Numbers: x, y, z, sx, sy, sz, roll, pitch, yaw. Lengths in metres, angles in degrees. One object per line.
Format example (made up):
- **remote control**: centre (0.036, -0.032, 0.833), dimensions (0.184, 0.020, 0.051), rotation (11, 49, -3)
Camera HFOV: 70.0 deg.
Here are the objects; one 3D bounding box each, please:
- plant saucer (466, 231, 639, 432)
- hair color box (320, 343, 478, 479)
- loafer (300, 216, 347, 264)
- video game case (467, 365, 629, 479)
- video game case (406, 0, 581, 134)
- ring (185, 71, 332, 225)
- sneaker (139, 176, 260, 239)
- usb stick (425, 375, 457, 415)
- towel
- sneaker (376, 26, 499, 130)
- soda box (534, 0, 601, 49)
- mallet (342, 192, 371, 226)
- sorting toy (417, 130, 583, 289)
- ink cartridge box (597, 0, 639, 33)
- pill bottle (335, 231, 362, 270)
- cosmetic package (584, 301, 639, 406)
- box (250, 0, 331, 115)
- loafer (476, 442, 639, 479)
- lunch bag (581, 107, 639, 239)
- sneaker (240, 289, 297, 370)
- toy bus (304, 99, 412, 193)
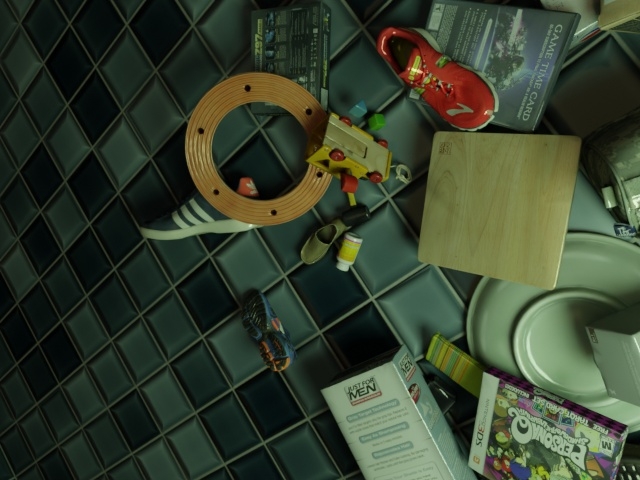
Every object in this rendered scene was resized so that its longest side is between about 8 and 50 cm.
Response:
- **plant saucer**: centre (0.470, 0.187, 0.844), dimensions (0.400, 0.100, 0.401), rotation (4, 98, 25)
- **hair color box**: centre (0.176, 0.432, 0.954), dimensions (0.185, 0.113, 0.375), rotation (-30, 84, 25)
- **loafer**: centre (0.000, 0.000, 1.068), dimensions (0.056, 0.050, 0.148), rotation (47, 112, 14)
- **video game case**: centre (0.384, 0.365, 0.803), dimensions (0.232, 0.041, 0.210), rotation (19, 111, 44)
- **video game case**: centre (0.299, -0.328, 0.844), dimensions (0.274, 0.026, 0.196), rotation (30, 118, 35)
- **ring**: centre (-0.132, -0.198, 1.021), dimensions (0.336, 0.032, 0.337), rotation (0, 111, -1)
- **sneaker**: centre (-0.308, -0.087, 1.165), dimensions (0.349, 0.131, 0.148), rotation (-7, 95, 16)
- **usb stick**: centre (0.201, 0.421, 1.030), dimensions (0.077, 0.045, 0.278), rotation (36, 110, 10)
- **towel**: centre (0.321, 0.284, 0.926), dimensions (0.237, 0.021, 0.102), rotation (35, 147, 27)
- **sneaker**: centre (0.200, -0.299, 0.844), dimensions (0.279, 0.118, 0.107), rotation (50, 130, 25)
- **soda box**: centre (0.404, -0.483, 0.794), dimensions (0.098, 0.091, 0.286), rotation (-28, 84, 28)
- **mallet**: centre (0.072, -0.128, 1.030), dimensions (0.062, 0.039, 0.190), rotation (-8, 87, 17)
- **sorting toy**: centre (0.332, -0.065, 0.859), dimensions (0.255, 0.089, 0.257), rotation (12, 100, 36)
- **ink cartridge box**: centre (0.524, -0.444, 0.688), dimensions (0.088, 0.193, 0.235), rotation (-167, 73, -68)
- **pill bottle**: centre (0.063, 0.026, 1.045), dimensions (0.043, 0.043, 0.083), rotation (26, 106, 20)
- **cosmetic package**: centre (0.554, 0.153, 0.706), dimensions (0.237, 0.107, 0.127), rotation (-22, 91, -13)
- **box**: centre (-0.071, -0.407, 1.046), dimensions (0.183, 0.059, 0.233), rotation (5, 99, 24)
- **loafer**: centre (0.466, 0.442, 0.853), dimensions (0.365, 0.130, 0.134), rotation (-22, 79, 47)
- **lunch bag**: centre (0.564, -0.129, 0.672), dimensions (0.305, 0.256, 0.213), rotation (-26, 85, 26)
- **sneaker**: centre (-0.128, 0.224, 1.143), dimensions (0.083, 0.087, 0.221), rotation (-35, 64, 15)
- **toy bus**: centre (0.065, -0.175, 0.968), dimensions (0.104, 0.190, 0.202), rotation (-27, 89, 53)
